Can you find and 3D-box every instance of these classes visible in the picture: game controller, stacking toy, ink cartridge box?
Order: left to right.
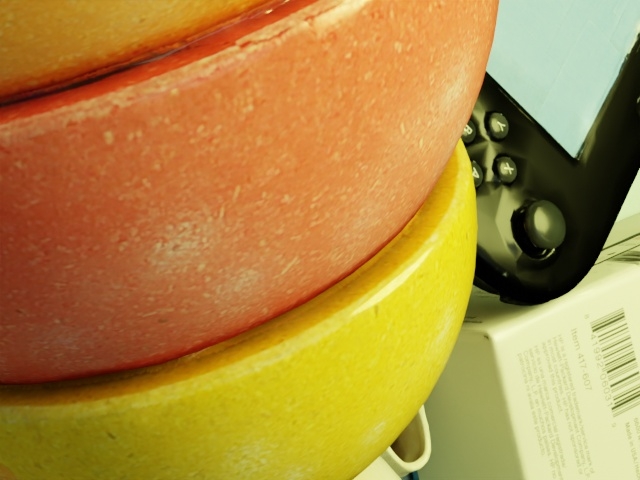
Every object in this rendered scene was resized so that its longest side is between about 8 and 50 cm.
[{"bbox_3d":[-0.052,-0.020,0.536,0.350,0.350,0.480,-34,120,-29],"label":"stacking toy"},{"bbox_3d":[0.103,-0.127,0.736,0.166,0.067,0.319,47,55,-26],"label":"game controller"},{"bbox_3d":[0.143,0.077,0.773,0.203,0.086,0.148,-20,101,-33],"label":"ink cartridge box"}]

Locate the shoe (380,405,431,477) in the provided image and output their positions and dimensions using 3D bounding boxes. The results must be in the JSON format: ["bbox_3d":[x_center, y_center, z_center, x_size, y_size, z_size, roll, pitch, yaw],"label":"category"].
[{"bbox_3d":[0.000,0.000,0.693,0.076,0.058,0.219,-21,101,-32],"label":"shoe"}]
